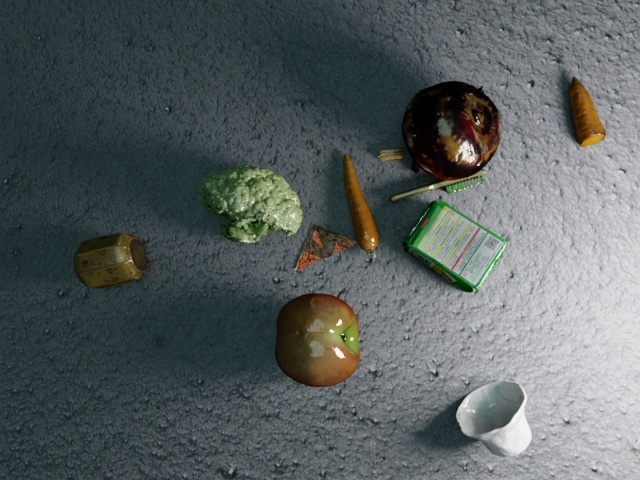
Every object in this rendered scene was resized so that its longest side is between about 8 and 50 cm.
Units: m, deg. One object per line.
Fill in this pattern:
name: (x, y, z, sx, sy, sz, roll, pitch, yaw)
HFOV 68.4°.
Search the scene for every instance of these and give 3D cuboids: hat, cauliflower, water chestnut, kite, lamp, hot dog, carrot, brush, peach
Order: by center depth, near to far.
hat: (0.474, 0.481, 1.239, 0.203, 0.203, 0.126, -34, 99, 3)
peach: (-0.013, 0.272, 1.286, 0.252, 0.252, 0.252, -1, 84, 7)
water chestnut: (0.342, -0.291, 1.310, 0.300, 0.300, 0.300, -1, 84, 7)
carrot: (0.746, -0.373, 1.340, 0.072, 0.072, 0.205, -12, 80, 6)
cauliflower: (-0.212, -0.088, 1.364, 0.275, 0.272, 0.250, 38, 121, 24)
brush: (0.342, -0.153, 1.375, 0.282, 0.054, 0.048, -15, 101, 6)
carrot: (0.111, -0.104, 1.394, 0.069, 0.069, 0.336, -16, 79, 5)
hot dog: (0.214, -0.259, 1.419, 0.083, 0.021, 0.037, -3, 94, 6)
kite: (0.000, 0.000, 1.423, 0.222, 0.008, 0.125, -23, 81, 4)
lamp: (-0.636, 0.062, 1.428, 0.185, 0.161, 0.161, -15, 82, 5)

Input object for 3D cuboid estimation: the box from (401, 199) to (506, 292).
box: (0.375, 0.017, 1.327, 0.250, 0.103, 0.180, 35, 89, 8)
